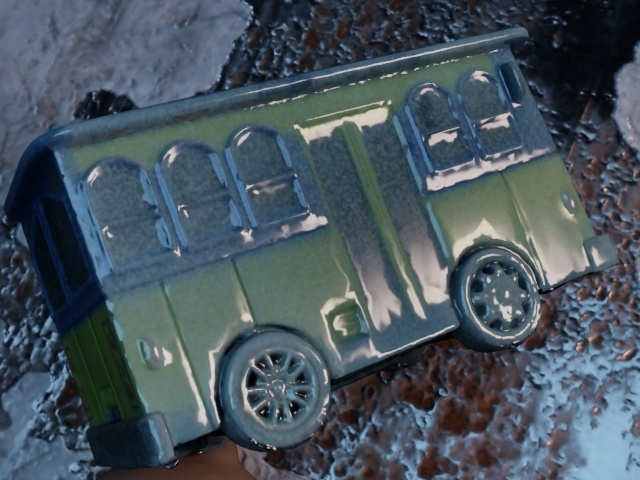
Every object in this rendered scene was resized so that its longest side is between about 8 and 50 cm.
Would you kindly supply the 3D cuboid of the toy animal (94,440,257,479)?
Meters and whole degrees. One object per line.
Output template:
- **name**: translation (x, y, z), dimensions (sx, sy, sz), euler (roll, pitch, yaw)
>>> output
- **toy animal**: translation (-0.085, 0.234, 0.515), dimensions (0.165, 0.149, 0.248), euler (-8, 60, 16)

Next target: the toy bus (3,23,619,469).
- **toy bus**: translation (0.000, 0.000, 0.508), dimensions (0.312, 0.152, 0.190), euler (-18, 84, -28)

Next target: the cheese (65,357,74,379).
- **cheese**: translation (-0.063, -0.001, 0.617), dimensions (0.189, 0.074, 0.286), euler (37, 74, 12)
